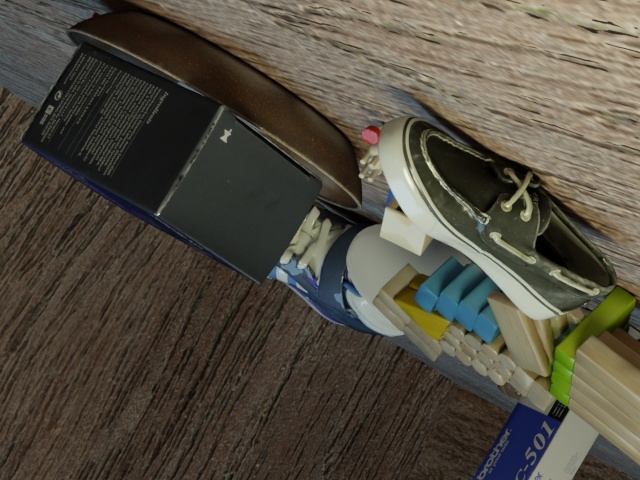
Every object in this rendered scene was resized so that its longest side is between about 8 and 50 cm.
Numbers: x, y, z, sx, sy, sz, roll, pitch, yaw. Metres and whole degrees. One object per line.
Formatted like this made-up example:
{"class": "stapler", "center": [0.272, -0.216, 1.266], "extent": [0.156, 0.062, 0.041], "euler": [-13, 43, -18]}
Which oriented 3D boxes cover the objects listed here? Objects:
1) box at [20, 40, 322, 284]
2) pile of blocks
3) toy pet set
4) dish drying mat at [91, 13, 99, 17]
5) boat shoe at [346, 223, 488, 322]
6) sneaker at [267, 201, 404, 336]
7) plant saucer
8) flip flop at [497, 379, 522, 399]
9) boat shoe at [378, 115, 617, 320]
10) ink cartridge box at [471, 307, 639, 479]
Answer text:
{"class": "box", "center": [-0.129, -0.068, 1.488], "extent": [0.207, 0.108, 0.153], "euler": [27, 174, 43]}
{"class": "pile of blocks", "center": [0.196, 0.063, 1.539], "extent": [0.362, 0.113, 0.149], "euler": [24, 148, 45]}
{"class": "toy pet set", "center": [0.094, -0.045, 1.366], "extent": [0.122, 0.065, 0.114], "euler": [27, 140, 14]}
{"class": "dish drying mat", "center": [-0.215, -0.211, 1.721], "extent": [0.032, 0.008, 0.083], "euler": [32, 175, -9]}
{"class": "boat shoe", "center": [0.168, 0.076, 1.822], "extent": [0.301, 0.108, 0.102], "euler": [23, 173, 10]}
{"class": "sneaker", "center": [0.000, 0.001, 2.027], "extent": [0.323, 0.130, 0.236], "euler": [38, 163, -22]}
{"class": "plant saucer", "center": [-0.086, -0.125, 1.569], "extent": [0.311, 0.050, 0.310], "euler": [31, 175, 3]}
{"class": "flip flop", "center": [0.280, 0.181, 2.316], "extent": [0.112, 0.080, 0.277], "euler": [27, 174, 39]}
{"class": "boat shoe", "center": [0.129, -0.023, 1.219], "extent": [0.070, 0.077, 0.219], "euler": [-20, 135, 38]}
{"class": "ink cartridge box", "center": [0.234, 0.169, 1.683], "extent": [0.046, 0.207, 0.097], "euler": [33, 175, -20]}
